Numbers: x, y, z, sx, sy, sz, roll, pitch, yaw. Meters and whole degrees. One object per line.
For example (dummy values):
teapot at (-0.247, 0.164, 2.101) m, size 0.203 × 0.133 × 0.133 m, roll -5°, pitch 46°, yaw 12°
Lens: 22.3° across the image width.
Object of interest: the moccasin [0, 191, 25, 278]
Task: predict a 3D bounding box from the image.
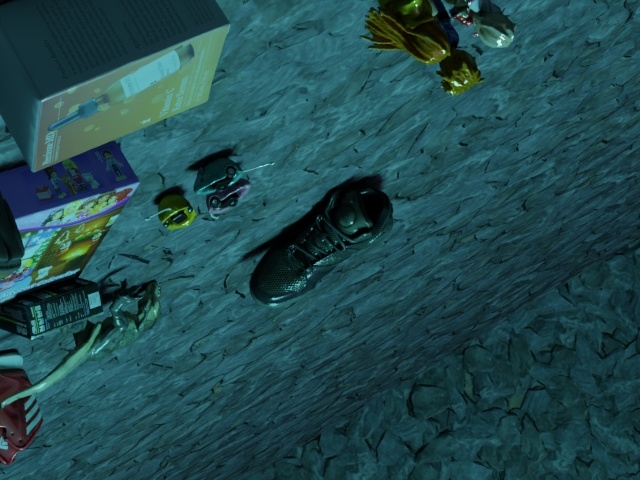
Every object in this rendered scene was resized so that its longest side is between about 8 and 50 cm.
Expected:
moccasin at (-0.388, -0.002, 1.308) m, size 0.147 × 0.139 × 0.380 m, roll -31°, pitch 169°, yaw 26°

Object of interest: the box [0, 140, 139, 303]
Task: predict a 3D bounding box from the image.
box at (-0.340, 0.010, 1.584) m, size 0.293 × 0.057 × 0.201 m, roll -20°, pitch 161°, yaw -36°

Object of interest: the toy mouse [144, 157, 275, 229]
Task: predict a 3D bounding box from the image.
toy mouse at (-0.118, -0.061, 1.832) m, size 0.143 × 0.031 × 0.161 m, roll -33°, pitch 165°, yaw 9°

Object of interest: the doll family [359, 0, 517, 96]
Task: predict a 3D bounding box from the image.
doll family at (0.093, -0.217, 1.487) m, size 0.118 × 0.163 × 0.263 m, roll -34°, pitch 165°, yaw 12°

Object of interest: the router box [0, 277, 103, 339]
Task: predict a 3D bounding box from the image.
router box at (-0.306, 0.066, 1.746) m, size 0.092 × 0.038 × 0.122 m, roll -21°, pitch -160°, yaw -37°

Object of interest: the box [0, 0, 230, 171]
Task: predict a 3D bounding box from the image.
box at (-0.176, -0.149, 1.327) m, size 0.170 × 0.091 × 0.130 m, roll -25°, pitch 164°, yaw -21°

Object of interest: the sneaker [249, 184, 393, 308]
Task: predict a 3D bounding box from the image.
sneaker at (0.000, 0.000, 2.159) m, size 0.227 × 0.087 × 0.130 m, roll -31°, pitch 163°, yaw -10°

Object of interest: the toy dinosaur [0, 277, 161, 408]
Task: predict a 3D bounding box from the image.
toy dinosaur at (-0.274, 0.109, 1.972) m, size 0.268 × 0.064 × 0.118 m, roll -32°, pitch 149°, yaw -37°

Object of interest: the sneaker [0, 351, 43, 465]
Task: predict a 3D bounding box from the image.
sneaker at (-0.413, 0.208, 1.939) m, size 0.087 × 0.128 × 0.221 m, roll -42°, pitch 162°, yaw 35°
